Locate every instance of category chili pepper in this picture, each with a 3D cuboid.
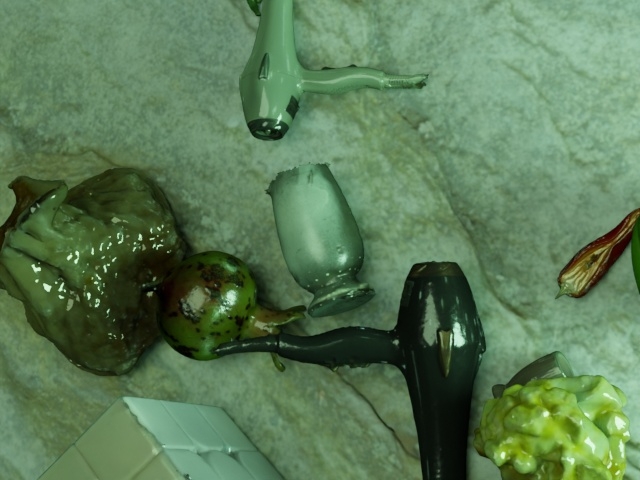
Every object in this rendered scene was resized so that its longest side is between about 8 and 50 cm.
[{"bbox_3d":[0.366,0.012,1.831,0.045,0.027,0.178,44,100,20],"label":"chili pepper"}]

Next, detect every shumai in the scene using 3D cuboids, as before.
[{"bbox_3d":[-0.352,0.035,2.020,0.267,0.262,0.314,-11,78,23],"label":"shumai"}]

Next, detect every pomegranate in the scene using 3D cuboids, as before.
[{"bbox_3d":[-0.132,0.102,1.972,0.220,0.156,0.156,25,91,21],"label":"pomegranate"}]

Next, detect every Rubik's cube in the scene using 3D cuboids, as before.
[{"bbox_3d":[-0.204,0.406,1.868,0.291,0.290,0.291,-47,66,11],"label":"Rubik's cube"}]

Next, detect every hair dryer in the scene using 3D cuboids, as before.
[{"bbox_3d":[0.037,0.177,1.850,0.359,0.120,0.303,1,92,-4],"label":"hair dryer"},{"bbox_3d":[0.002,-0.277,2.035,0.267,0.092,0.229,-18,67,6],"label":"hair dryer"}]

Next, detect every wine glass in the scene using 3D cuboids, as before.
[{"bbox_3d":[0.000,0.000,1.949,0.111,0.111,0.204,-25,75,18],"label":"wine glass"}]

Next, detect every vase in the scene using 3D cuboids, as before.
[{"bbox_3d":[0.273,0.186,1.827,0.101,0.053,0.053,-30,70,21],"label":"vase"}]

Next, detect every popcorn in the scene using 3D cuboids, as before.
[{"bbox_3d":[0.286,0.256,1.734,0.167,0.187,0.185,-31,66,39],"label":"popcorn"}]

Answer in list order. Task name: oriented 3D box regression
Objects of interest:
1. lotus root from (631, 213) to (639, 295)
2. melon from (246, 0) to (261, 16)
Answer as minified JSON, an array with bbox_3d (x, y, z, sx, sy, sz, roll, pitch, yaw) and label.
[{"bbox_3d":[0.448,-0.005,1.736,0.186,0.186,0.186,-4,79,23],"label":"lotus root"},{"bbox_3d":[-0.059,-0.459,2.108,0.114,0.053,0.262,19,93,8],"label":"melon"}]
